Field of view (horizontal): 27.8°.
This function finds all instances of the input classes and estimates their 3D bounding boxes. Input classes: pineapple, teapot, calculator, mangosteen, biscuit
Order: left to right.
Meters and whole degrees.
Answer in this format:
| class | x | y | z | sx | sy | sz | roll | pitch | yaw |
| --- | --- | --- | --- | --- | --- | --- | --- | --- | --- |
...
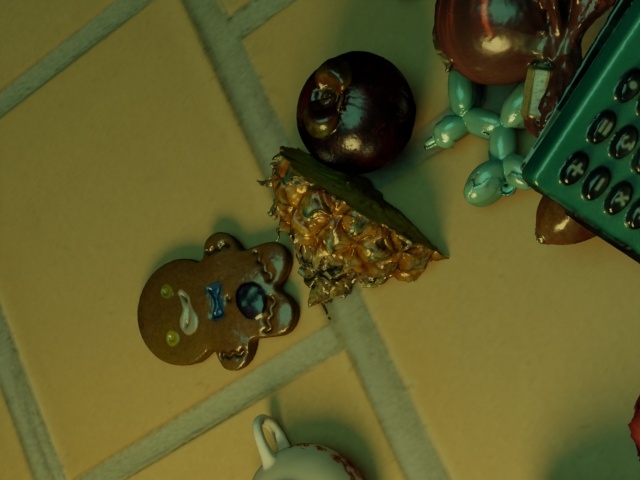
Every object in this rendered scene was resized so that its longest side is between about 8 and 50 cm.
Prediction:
| class | x | y | z | sx | sy | sz | roll | pitch | yaw |
| --- | --- | --- | --- | --- | --- | --- | --- | --- | --- |
| biscuit | -0.136 | 0.083 | 1.659 | 0.236 | 0.039 | 0.180 | -17 | 76 | 26 |
| teapot | -0.022 | 0.312 | 1.535 | 0.159 | 0.116 | 0.246 | -37 | 61 | 30 |
| pineapple | -0.004 | -0.004 | 1.547 | 0.250 | 0.139 | 0.164 | 45 | 105 | 22 |
| mangosteen | 0.038 | -0.156 | 1.533 | 0.152 | 0.152 | 0.153 | -4 | 81 | 27 |
| calculator | 0.369 | -0.098 | 1.321 | 0.274 | 0.058 | 0.248 | 32 | 95 | -14 |

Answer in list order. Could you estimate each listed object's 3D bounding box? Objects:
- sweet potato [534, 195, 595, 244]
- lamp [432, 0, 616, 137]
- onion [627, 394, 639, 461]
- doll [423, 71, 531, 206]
| class | x | y | z | sx | sy | sz | roll | pitch | yaw |
| --- | --- | --- | --- | --- | --- | --- | --- | --- | --- |
| sweet potato | 0.363 | -0.143 | 1.394 | 0.109 | 0.109 | 0.385 | 40 | 94 | 26 |
| lamp | 0.205 | -0.225 | 1.402 | 0.223 | 0.151 | 0.215 | -149 | 60 | -65 |
| onion | 0.405 | 0.179 | 1.305 | 0.183 | 0.184 | 0.147 | 1 | 41 | 28 |
| doll | 0.200 | -0.117 | 1.497 | 0.159 | 0.059 | 0.159 | 24 | 92 | 27 |
